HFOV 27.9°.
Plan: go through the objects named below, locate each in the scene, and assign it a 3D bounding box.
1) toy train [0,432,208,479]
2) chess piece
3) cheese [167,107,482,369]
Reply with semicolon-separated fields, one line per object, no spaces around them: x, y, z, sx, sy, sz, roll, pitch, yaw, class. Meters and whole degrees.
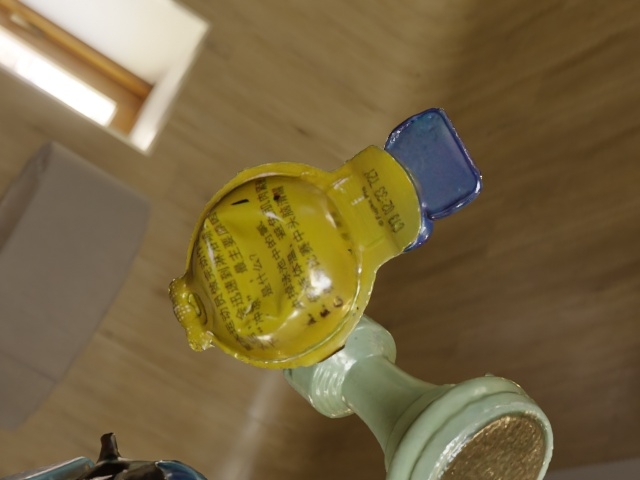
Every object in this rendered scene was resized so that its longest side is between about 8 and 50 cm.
-0.215;0.337;1.157;0.265;0.300;0.188;-17;176;19;toy train
0.086;0.184;1.404;0.299;0.194;0.195;35;-86;44;chess piece
0.000;0.000;0.919;0.250;0.157;0.064;-31;163;18;cheese
